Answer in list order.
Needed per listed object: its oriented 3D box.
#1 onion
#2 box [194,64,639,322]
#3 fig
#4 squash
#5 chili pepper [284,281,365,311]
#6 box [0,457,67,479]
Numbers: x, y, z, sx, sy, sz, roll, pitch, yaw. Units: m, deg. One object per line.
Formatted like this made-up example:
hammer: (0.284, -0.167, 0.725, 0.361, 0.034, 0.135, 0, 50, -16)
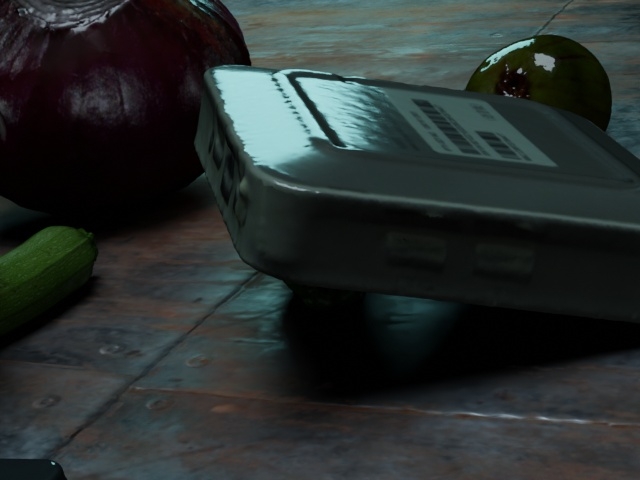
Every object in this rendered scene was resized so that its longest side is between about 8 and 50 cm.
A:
onion: (-0.243, -0.158, 1.674, 0.337, 0.282, 0.260, 5, 41, -6)
box: (0.099, -0.053, 1.330, 0.397, 0.111, 0.396, 6, 18, -14)
fig: (0.264, -0.138, 1.665, 0.151, 0.151, 0.259, 5, -2, 33)
squash: (-0.285, 0.042, 1.446, 0.077, 0.068, 0.219, -5, 20, 36)
chili pepper: (0.002, 0.000, 1.426, 0.099, 0.083, 0.253, -5, 17, 5)
box: (-0.304, 0.204, 1.061, 0.230, 0.050, 0.160, -2, 22, 18)
